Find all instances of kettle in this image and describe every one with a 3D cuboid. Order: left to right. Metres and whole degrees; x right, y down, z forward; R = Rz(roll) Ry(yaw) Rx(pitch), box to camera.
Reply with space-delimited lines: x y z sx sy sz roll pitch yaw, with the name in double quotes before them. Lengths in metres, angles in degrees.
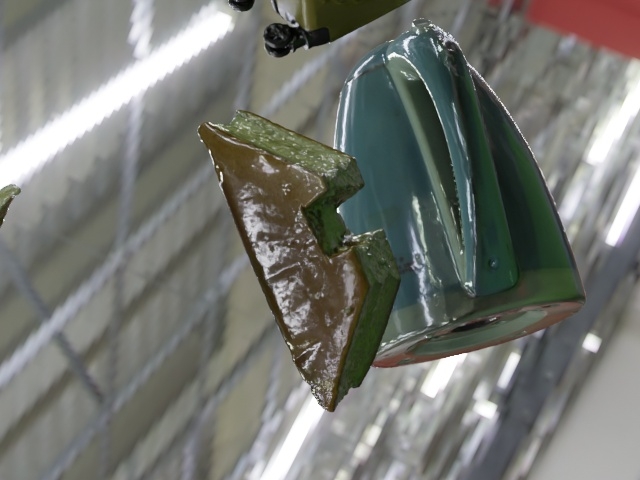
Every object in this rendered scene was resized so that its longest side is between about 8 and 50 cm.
"kettle" 0.131 -0.067 1.901 0.319 0.247 0.342 124 133 -73

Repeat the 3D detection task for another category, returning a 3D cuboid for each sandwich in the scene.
"sandwich" 0.000 0.000 1.356 0.088 0.244 0.090 -26 -4 27

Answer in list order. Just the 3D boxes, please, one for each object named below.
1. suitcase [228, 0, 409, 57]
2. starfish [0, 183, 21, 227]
"suitcase" 0.022 -0.302 1.615 0.235 0.143 0.194 -30 -29 -14
"starfish" -0.380 0.032 1.476 0.078 0.358 0.347 31 -126 -57
